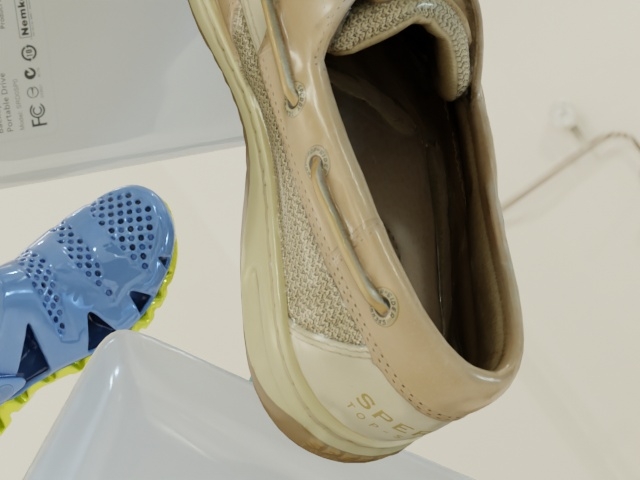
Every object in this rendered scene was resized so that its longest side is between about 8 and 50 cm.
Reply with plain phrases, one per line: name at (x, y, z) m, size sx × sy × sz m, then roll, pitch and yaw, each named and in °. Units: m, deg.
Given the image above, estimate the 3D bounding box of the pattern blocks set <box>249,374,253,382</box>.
pattern blocks set at (0.000, 0.000, 1.294) m, size 0.285 × 0.026 × 0.324 m, roll -58°, pitch -11°, yaw -74°

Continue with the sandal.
sandal at (-0.254, 0.064, 1.210) m, size 0.317 × 0.126 × 0.138 m, roll -44°, pitch -27°, yaw -14°

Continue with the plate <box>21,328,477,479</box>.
plate at (-0.040, 0.209, 0.687) m, size 0.045 × 0.278 × 0.277 m, roll 108°, pitch -173°, yaw -55°

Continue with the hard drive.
hard drive at (-0.107, -0.142, 0.752) m, size 0.308 × 0.203 × 0.040 m, roll -12°, pitch 20°, yaw -23°

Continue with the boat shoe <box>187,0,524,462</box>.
boat shoe at (0.023, -0.083, 0.595) m, size 0.122 × 0.341 × 0.110 m, roll 3°, pitch -22°, yaw -35°
